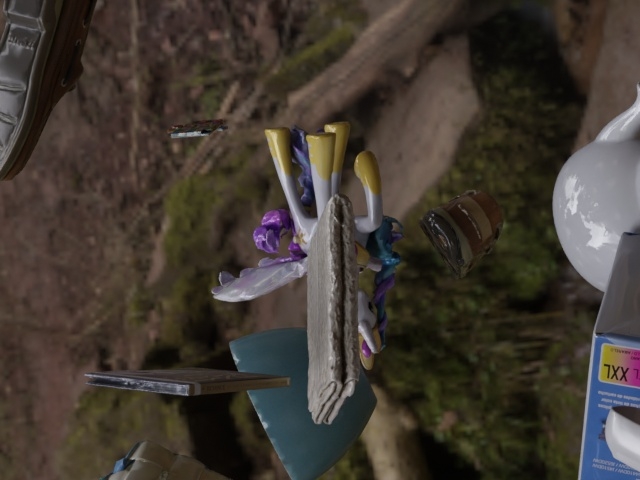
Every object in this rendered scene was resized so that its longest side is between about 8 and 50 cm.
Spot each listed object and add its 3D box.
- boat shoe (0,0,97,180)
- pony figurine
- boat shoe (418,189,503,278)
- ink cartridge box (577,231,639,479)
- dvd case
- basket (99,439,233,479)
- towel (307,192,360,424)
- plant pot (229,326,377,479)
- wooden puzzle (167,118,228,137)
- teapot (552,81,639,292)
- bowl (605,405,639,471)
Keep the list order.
[{"bbox_3d":[-0.341,-0.211,1.585,0.111,0.104,0.307,31,106,34],"label":"boat shoe"},{"bbox_3d":[0.000,0.000,2.027,0.351,0.303,0.363,-162,63,-66],"label":"pony figurine"},{"bbox_3d":[0.237,-0.017,2.050,0.122,0.120,0.324,56,-179,2],"label":"boat shoe"},{"bbox_3d":[0.430,0.225,1.688,0.270,0.151,0.395,-55,-29,-54],"label":"ink cartridge box"},{"bbox_3d":[-0.167,0.178,1.648,0.221,0.165,0.018,4,-92,-58],"label":"dvd case"},{"bbox_3d":[-0.162,0.327,1.073,0.254,0.201,0.288,-62,-7,-59],"label":"basket"},{"bbox_3d":[0.018,0.095,1.749,0.187,0.049,0.282,114,157,-64],"label":"towel"},{"bbox_3d":[-0.014,0.270,2.300,0.290,0.195,0.290,64,179,3],"label":"plant pot"},{"bbox_3d":[-0.149,-0.135,1.553,0.049,0.083,0.006,-54,-43,-62],"label":"wooden puzzle"},{"bbox_3d":[0.466,-0.042,1.800,0.187,0.256,0.252,-22,42,52],"label":"teapot"},{"bbox_3d":[0.386,0.237,1.435,0.142,0.142,0.053,13,-77,-62],"label":"bowl"}]
